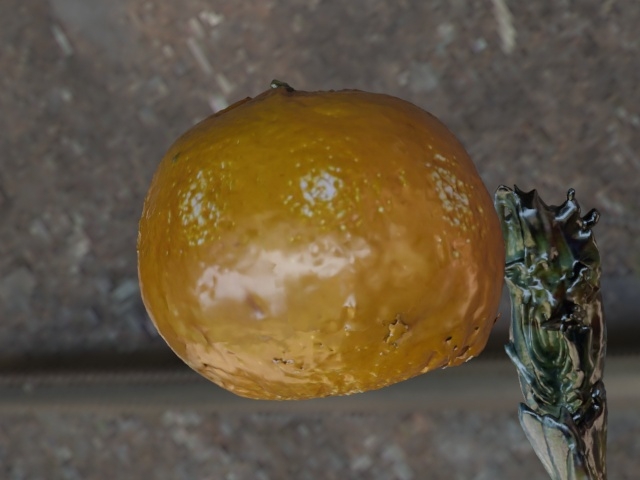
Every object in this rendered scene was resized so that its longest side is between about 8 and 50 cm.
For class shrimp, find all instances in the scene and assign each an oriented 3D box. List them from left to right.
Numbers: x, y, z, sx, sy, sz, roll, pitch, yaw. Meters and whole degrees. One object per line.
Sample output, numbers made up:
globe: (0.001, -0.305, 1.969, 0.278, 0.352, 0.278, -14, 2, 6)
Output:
shrimp: (0.162, 0.107, 1.325, 0.075, 0.178, 0.289, -6, 126, 2)

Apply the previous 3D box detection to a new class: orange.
orange: (0.000, 0.000, 0.999, 0.193, 0.193, 0.161, -12, 78, 54)
